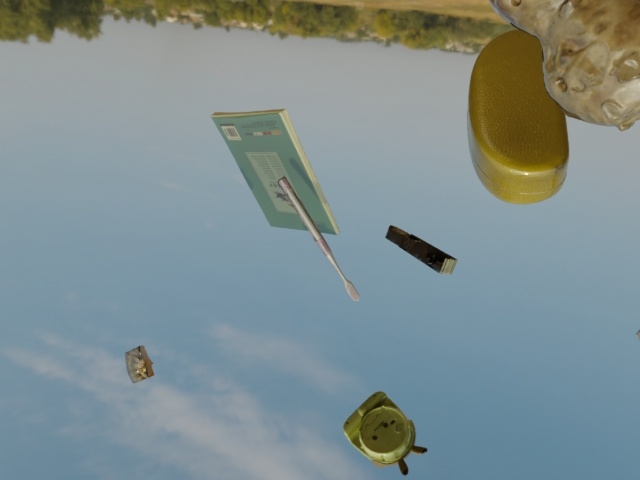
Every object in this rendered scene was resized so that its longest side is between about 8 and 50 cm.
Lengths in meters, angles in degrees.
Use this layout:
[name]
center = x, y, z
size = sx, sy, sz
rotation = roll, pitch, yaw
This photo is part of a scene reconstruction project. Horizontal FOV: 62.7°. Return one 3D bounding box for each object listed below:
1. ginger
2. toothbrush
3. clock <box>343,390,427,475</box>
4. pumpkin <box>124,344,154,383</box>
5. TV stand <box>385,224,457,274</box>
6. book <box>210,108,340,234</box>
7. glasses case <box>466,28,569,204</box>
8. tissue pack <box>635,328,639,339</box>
[ginger]
center = 0.324, -0.288, 0.641
size = 0.375, 0.176, 0.256
rotation = 45, -124, 3
[toothbrush]
center = 0.000, 0.000, 1.266
size = 0.024, 0.354, 0.029
rotation = -31, -167, 6
[clock]
center = 0.189, 0.546, 1.466
size = 0.170, 0.069, 0.232
rotation = -40, -135, -18
[pumpkin]
center = -0.376, 0.256, 1.097
size = 0.035, 0.073, 0.101
rotation = -24, -179, -44
[TV stand]
center = 0.216, 0.017, 1.164
size = 0.042, 0.036, 0.249
rotation = 12, -168, -25
[book]
center = -0.114, -0.170, 1.371
size = 0.264, 0.380, 0.031
rotation = 10, -131, 40
[glasses case]
center = 0.377, -0.239, 1.029
size = 0.173, 0.141, 0.372
rotation = 0, -120, 15
[tissue pack]
center = 0.723, 0.203, 1.077
size = 0.060, 0.148, 0.109
rotation = -30, -121, 1
